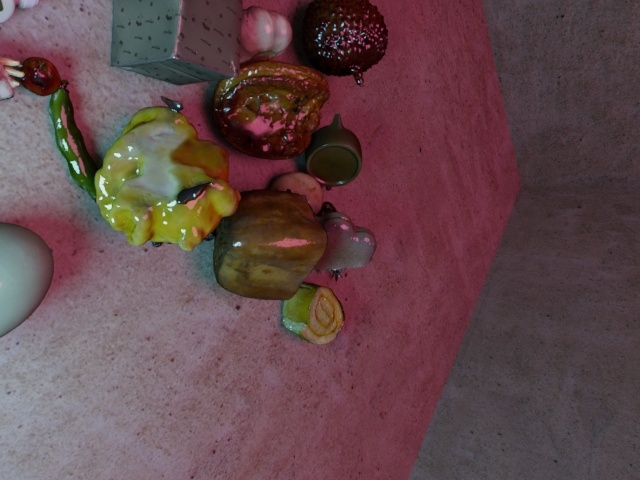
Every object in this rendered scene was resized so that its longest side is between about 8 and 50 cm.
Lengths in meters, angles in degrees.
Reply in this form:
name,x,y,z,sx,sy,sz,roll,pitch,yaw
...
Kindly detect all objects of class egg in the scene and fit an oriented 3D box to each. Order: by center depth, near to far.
name,x,y,z,sx,sy,sz,roll,pitch,yaw
egg,-0.594,0.079,0.822,0.282,0.203,0.203,-44,128,-40

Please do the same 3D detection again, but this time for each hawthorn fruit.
name,x,y,z,sx,sy,sz,roll,pitch,yaw
hawthorn fruit,-0.537,-0.314,0.938,0.077,0.077,0.077,-11,104,-51

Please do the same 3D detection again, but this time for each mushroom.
name,x,y,z,sx,sy,sz,roll,pitch,yaw
mushroom,-0.073,-0.133,1.507,0.166,0.166,0.127,-42,165,-40

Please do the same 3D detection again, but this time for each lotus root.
name,x,y,z,sx,sy,sz,roll,pitch,yaw
lotus root,-0.180,0.001,1.331,0.250,0.316,0.316,5,92,-37

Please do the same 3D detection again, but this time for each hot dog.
name,x,y,z,sx,sy,sz,roll,pitch,yaw
hot dog,-0.121,-0.367,1.371,0.387,0.174,0.267,-11,126,-50

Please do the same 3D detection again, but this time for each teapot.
name,x,y,z,sx,sy,sz,roll,pitch,yaw
teapot,0.040,-0.287,1.615,0.268,0.185,0.175,101,-7,-47

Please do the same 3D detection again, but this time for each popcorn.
name,x,y,z,sx,sy,sz,roll,pitch,yaw
popcorn,-0.323,-0.119,1.075,0.281,0.297,0.316,112,-10,-57

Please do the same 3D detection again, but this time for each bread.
name,x,y,z,sx,sy,sz,roll,pitch,yaw
bread,0.000,-0.002,1.476,0.102,0.337,0.183,-95,180,-49
bread,-0.022,0.251,1.650,0.186,0.124,0.257,-59,137,-18

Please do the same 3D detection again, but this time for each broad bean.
name,x,y,z,sx,sy,sz,roll,pitch,yaw
broad bean,-0.510,-0.198,1.015,0.065,0.046,0.254,-43,127,-56

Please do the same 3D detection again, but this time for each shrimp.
name,x,y,z,sx,sy,sz,roll,pitch,yaw
shrimp,0.009,0.028,1.657,0.137,0.172,0.372,-79,168,-53

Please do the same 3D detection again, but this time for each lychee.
name,x,y,z,sx,sy,sz,roll,pitch,yaw
lychee,0.077,-0.623,1.518,0.264,0.264,0.300,-29,97,-46

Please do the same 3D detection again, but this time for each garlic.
name,x,y,z,sx,sy,sz,roll,pitch,yaw
garlic,-0.185,-0.575,1.293,0.199,0.199,0.226,-12,79,-50

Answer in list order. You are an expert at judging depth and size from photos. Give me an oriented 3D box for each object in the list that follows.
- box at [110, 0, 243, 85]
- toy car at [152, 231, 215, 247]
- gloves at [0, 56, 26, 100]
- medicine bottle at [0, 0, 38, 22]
name,x,y,z,sx,sy,sz,roll,pitch,yaw
box,-0.310,-0.516,1.077,0.190,0.225,0.297,-4,99,-54
toy car,-0.347,-0.021,1.233,0.165,0.071,0.062,-5,84,-51
gloves,-0.600,-0.274,0.849,0.094,0.110,0.144,40,53,1
medicine bottle,-0.603,-0.426,0.834,0.219,0.078,0.115,-32,118,-44
